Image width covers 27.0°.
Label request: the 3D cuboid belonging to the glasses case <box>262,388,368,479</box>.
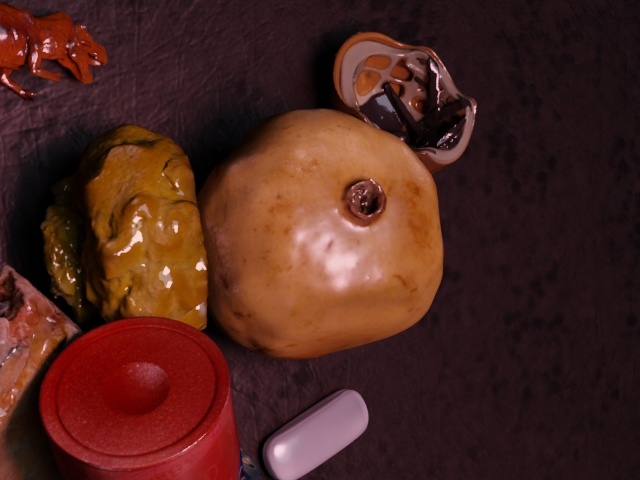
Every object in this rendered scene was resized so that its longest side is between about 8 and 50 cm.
[{"bbox_3d":[-0.005,0.266,1.825,0.178,0.045,0.067,-30,104,-35],"label":"glasses case"}]

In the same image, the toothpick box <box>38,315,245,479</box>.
[{"bbox_3d":[-0.184,0.268,1.500,0.204,0.204,0.333,-44,147,-31],"label":"toothpick box"}]

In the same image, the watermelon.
[{"bbox_3d":[-0.355,0.165,1.488,0.264,0.151,0.302,-55,153,-24],"label":"watermelon"}]

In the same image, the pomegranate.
[{"bbox_3d":[0.000,0.000,1.687,0.332,0.332,0.333,3,84,-36],"label":"pomegranate"}]

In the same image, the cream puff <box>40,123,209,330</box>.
[{"bbox_3d":[-0.234,0.003,1.570,0.185,0.282,0.282,-8,91,-15],"label":"cream puff"}]

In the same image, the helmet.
[{"bbox_3d":[0.099,-0.175,1.883,0.224,0.130,0.198,40,49,4],"label":"helmet"}]

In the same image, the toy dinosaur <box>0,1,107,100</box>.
[{"bbox_3d":[-0.426,-0.221,1.522,0.432,0.097,0.208,16,63,-38],"label":"toy dinosaur"}]

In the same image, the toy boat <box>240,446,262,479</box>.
[{"bbox_3d":[-0.128,0.278,1.727,0.141,0.055,0.060,41,41,-27],"label":"toy boat"}]
